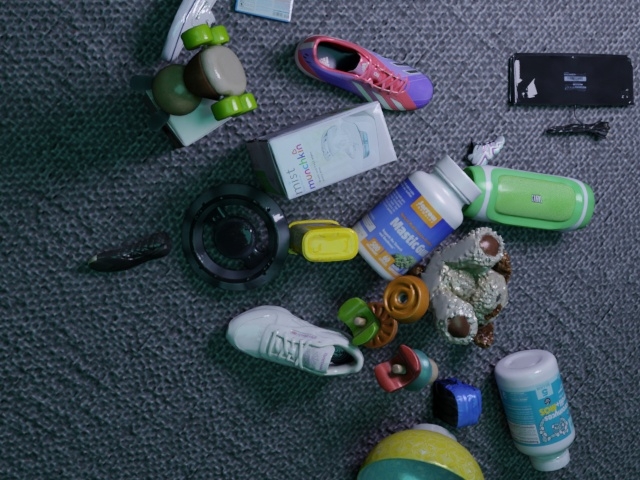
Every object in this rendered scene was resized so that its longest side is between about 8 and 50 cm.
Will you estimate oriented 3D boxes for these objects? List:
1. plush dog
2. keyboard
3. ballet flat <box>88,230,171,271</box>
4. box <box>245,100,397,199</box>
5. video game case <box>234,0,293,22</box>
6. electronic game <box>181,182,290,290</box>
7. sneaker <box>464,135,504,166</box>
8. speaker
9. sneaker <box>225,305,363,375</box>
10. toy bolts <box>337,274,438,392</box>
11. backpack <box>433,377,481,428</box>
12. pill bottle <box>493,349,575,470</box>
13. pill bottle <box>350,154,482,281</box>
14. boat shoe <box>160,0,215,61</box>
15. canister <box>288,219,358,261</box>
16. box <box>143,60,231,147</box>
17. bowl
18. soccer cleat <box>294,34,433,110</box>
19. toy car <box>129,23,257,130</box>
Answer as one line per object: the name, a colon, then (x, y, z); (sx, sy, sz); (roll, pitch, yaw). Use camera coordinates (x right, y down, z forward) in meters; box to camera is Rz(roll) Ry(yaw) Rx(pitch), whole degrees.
plush dog: (0.328, 0.112, 1.770); (0.225, 0.211, 0.262); (27, 80, -35)
keyboard: (0.587, -0.335, 1.843); (0.318, 0.033, 0.201); (-2, 90, -13)
ballet flat: (-0.393, 0.026, 1.634); (0.173, 0.057, 0.049); (-15, 59, -13)
box: (-0.009, -0.184, 1.589); (0.231, 0.262, 0.126); (-22, 102, -12)
video game case: (-0.108, -0.549, 1.649); (0.119, 0.015, 0.166); (8, 95, -14)
electronic game: (-0.177, -0.006, 1.655); (0.230, 0.048, 0.229); (1, 99, 4)
sneaker: (0.368, -0.215, 1.796); (0.069, 0.038, 0.098); (43, 85, -16)
speaker: (0.460, -0.094, 1.790); (0.297, 0.131, 0.131); (6, 95, -15)
sneaker: (-0.047, 0.217, 1.683); (0.305, 0.152, 0.114); (12, 95, -14)
toy bolts: (0.185, 0.203, 1.684); (0.218, 0.159, 0.228); (-38, 61, 22)
backpack: (0.319, 0.369, 1.809); (0.101, 0.120, 0.097); (-9, 98, -13)
pill bottle: (0.506, 0.399, 1.848); (0.146, 0.146, 0.263); (-20, 101, -11)
pill bottle: (0.204, -0.051, 1.683); (0.272, 0.152, 0.152); (-43, 105, 11)
boat shoe: (-0.247, -0.454, 1.588); (0.076, 0.083, 0.226); (24, 89, -15)
canister: (0.000, 0.000, 1.659); (0.126, 0.170, 0.073); (-3, 97, -14)
box: (-0.246, -0.268, 1.533); (0.149, 0.232, 0.126); (-35, 103, -8)
bowl: (0.237, 0.507, 1.771); (0.289, 0.289, 0.156); (37, 43, -15)
soccer cleat: (0.103, -0.352, 1.672); (0.319, 0.116, 0.108); (18, 92, -15)
toy car: (-0.233, -0.265, 1.371); (0.189, 0.149, 0.154); (-20, 98, 17)
